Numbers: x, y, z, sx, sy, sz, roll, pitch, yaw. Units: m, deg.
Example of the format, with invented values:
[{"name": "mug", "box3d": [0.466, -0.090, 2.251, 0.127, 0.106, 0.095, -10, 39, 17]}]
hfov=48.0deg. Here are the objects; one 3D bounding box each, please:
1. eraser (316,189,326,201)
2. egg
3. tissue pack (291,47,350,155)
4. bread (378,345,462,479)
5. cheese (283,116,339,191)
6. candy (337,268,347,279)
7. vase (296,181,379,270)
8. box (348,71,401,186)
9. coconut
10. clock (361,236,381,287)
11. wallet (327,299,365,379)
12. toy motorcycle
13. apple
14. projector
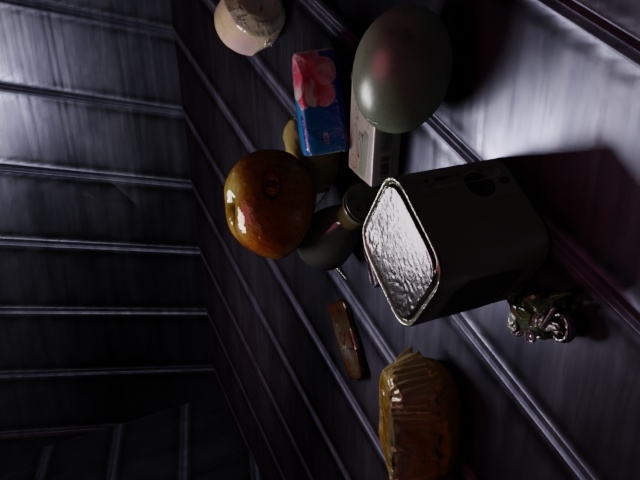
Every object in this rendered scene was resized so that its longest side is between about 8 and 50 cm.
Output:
[{"name": "eraser", "box3d": [-0.076, -0.119, 2.364, 0.061, 0.089, 0.352, 70, 158, 9]}, {"name": "egg", "box3d": [0.168, -0.350, 1.489, 0.203, 0.203, 0.282, 59, 149, 37]}, {"name": "tissue pack", "box3d": [-0.001, -0.362, 1.910, 0.209, 0.137, 0.269, -67, -32, -78]}, {"name": "bread", "box3d": [0.251, 0.471, 1.835, 0.236, 0.183, 0.388, -105, 9, -50]}, {"name": "cheese", "box3d": [-0.029, -0.255, 2.146, 0.225, 0.117, 0.214, 64, 161, 19]}, {"name": "candy", "box3d": [0.061, 0.094, 2.254, 0.083, 0.025, 0.023, 47, 134, 31]}, {"name": "vase", "box3d": [0.057, -0.044, 2.000, 0.321, 0.173, 0.173, -45, 60, 60]}, {"name": "box", "box3d": [0.134, -0.280, 1.777, 0.135, 0.079, 0.269, -131, 34, -49]}, {"name": "coconut", "box3d": [-0.221, -0.690, 2.243, 0.224, 0.224, 0.234, 70, 156, 17]}, {"name": "clock", "box3d": [0.168, 0.031, 1.827, 0.193, 0.073, 0.144, 116, 144, -71]}, {"name": "wallet", "box3d": [0.086, 0.317, 2.296, 0.137, 0.031, 0.255, 142, 113, -66]}, {"name": "toy motorcycle", "box3d": [0.415, 0.138, 1.366, 0.190, 0.074, 0.106, 173, 92, -68]}, {"name": "apple", "box3d": [-0.154, -0.107, 2.034, 0.277, 0.250, 0.309, -47, 29, 41]}, {"name": "projector", "box3d": [0.257, 0.002, 1.419, 0.248, 0.249, 0.248, 111, 141, -55]}]
